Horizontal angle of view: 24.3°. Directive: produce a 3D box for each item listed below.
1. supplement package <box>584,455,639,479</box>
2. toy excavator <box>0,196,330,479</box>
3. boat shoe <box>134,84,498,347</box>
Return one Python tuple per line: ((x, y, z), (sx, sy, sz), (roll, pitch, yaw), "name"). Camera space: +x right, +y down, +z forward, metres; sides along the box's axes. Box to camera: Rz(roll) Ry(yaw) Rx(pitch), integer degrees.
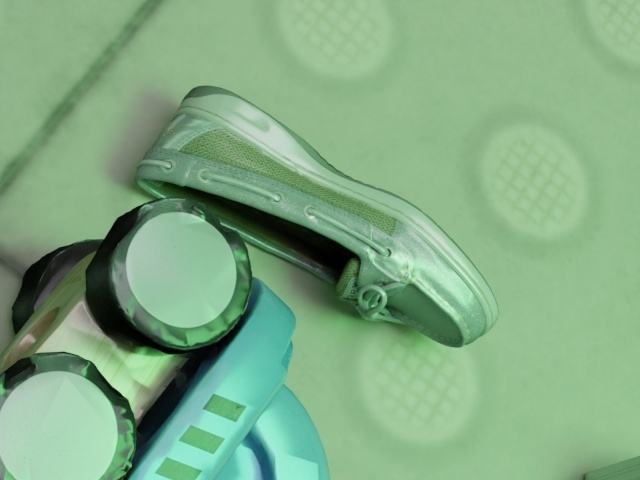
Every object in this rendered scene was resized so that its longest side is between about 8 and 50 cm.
((0.297, 0.315, 1.237), (0.139, 0.134, 0.244), (20, 65, -17), "supplement package")
((-0.099, 0.257, 1.058), (0.445, 0.222, 0.433), (43, 62, -14), "toy excavator")
((0.000, -0.001, 1.236), (0.320, 0.118, 0.103), (36, 67, -4), "boat shoe")
